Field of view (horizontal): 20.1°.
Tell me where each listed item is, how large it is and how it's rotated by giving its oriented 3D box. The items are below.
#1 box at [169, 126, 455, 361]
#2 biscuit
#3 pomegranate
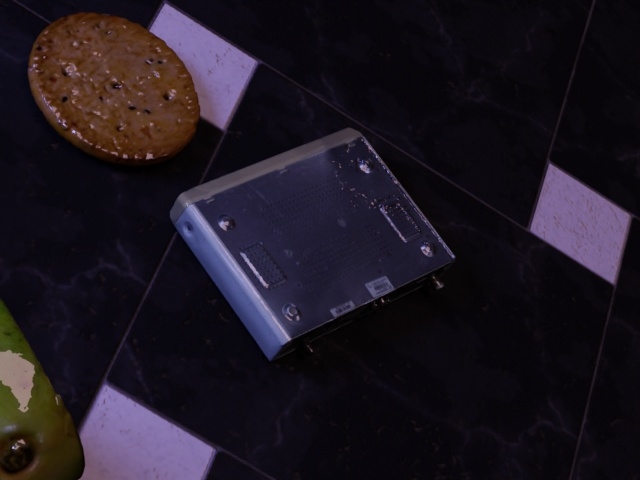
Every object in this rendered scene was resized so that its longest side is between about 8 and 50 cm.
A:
[{"bbox_3d":[0.000,0.000,1.852,0.270,0.045,0.211,-22,71,-42],"label":"box"},{"bbox_3d":[-0.211,-0.153,1.837,0.188,0.027,0.188,17,51,-23],"label":"biscuit"},{"bbox_3d":[-0.308,0.128,1.459,0.159,0.190,0.241,-26,74,-17],"label":"pomegranate"}]
